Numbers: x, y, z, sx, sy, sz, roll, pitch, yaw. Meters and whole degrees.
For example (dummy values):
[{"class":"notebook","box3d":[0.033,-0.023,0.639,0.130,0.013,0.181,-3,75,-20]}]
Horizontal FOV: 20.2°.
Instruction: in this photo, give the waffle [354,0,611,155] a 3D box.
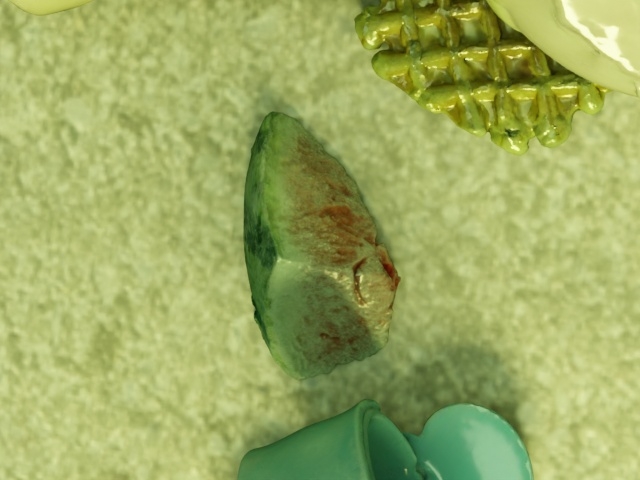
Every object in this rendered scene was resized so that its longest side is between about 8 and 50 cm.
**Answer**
[{"class":"waffle","box3d":[0.122,-0.153,1.178,0.183,0.036,0.169,34,96,10]}]

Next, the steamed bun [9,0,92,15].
[{"class":"steamed bun","box3d":[-0.139,-0.379,1.054,0.371,0.456,0.290,-25,52,11]}]

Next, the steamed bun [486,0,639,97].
[{"class":"steamed bun","box3d":[0.215,-0.243,1.044,0.309,0.309,0.309,0,91,13]}]

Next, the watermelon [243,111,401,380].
[{"class":"watermelon","box3d":[-0.009,0.000,1.205,0.094,0.081,0.180,-22,91,-14]}]

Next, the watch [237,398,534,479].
[{"class":"watch","box3d":[0.034,0.200,1.121,0.211,0.193,0.211,0,90,15]}]
